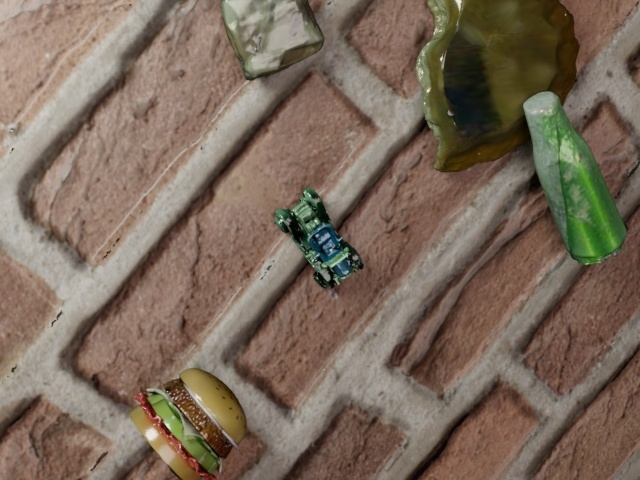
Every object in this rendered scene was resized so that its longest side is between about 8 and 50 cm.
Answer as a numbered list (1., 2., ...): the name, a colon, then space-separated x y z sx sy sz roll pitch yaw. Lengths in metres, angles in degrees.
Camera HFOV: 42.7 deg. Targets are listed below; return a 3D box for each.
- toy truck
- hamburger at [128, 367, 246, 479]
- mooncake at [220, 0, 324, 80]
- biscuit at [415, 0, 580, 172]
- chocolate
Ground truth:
1. toy truck: 0.001 0.001 1.247 0.080 0.078 0.154 -37 108 -8
2. hamburger: -0.183 0.266 1.206 0.137 0.175 0.175 -39 109 -12
3. mooncake: -0.069 -0.304 1.166 0.130 0.073 0.125 -23 110 -9
4. biscuit: 0.250 -0.287 1.263 0.329 0.078 0.335 -42 111 -9
5. chocolate: 0.396 -0.102 1.303 0.110 0.110 0.291 -36 119 -7
